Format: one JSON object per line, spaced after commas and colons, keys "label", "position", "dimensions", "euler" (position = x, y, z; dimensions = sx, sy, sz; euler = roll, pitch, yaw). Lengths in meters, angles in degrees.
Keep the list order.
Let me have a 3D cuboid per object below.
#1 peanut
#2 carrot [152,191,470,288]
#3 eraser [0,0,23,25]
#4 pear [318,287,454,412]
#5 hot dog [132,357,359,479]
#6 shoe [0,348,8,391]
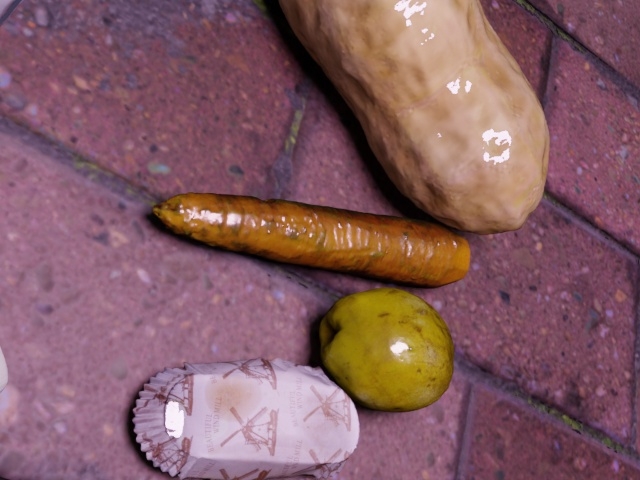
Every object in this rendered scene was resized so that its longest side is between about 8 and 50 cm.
{"label": "peanut", "position": [0.088, -0.177, 0.859], "dimensions": [0.169, 0.192, 0.387], "euler": [-33, 94, -2]}
{"label": "carrot", "position": [0.000, 0.000, 0.811], "dimensions": [0.314, 0.066, 0.066], "euler": [8, 68, -33]}
{"label": "eraser", "position": [-0.290, -0.285, 0.690], "dimensions": [0.227, 0.081, 0.174], "euler": [40, 54, -20]}
{"label": "pear", "position": [0.060, 0.095, 0.792], "dimensions": [0.131, 0.107, 0.107], "euler": [25, 59, -23]}
{"label": "hot dog", "position": [-0.055, 0.141, 0.722], "dimensions": [0.192, 0.053, 0.099], "euler": [6, 68, -32]}
{"label": "shoe", "position": [-0.300, 0.006, 0.562], "dimensions": [0.110, 0.095, 0.265], "euler": [-38, 99, -39]}
